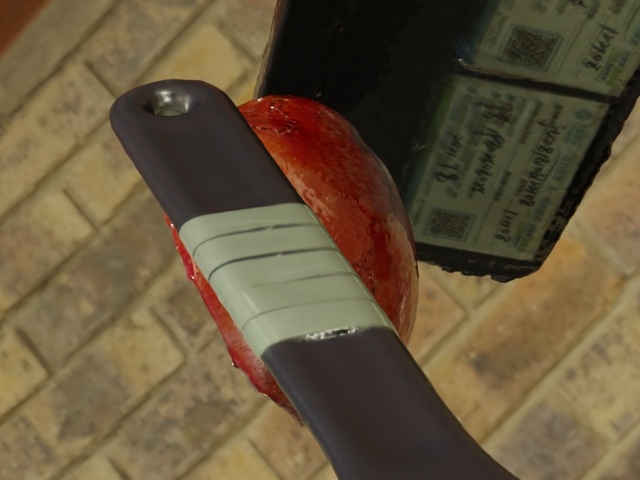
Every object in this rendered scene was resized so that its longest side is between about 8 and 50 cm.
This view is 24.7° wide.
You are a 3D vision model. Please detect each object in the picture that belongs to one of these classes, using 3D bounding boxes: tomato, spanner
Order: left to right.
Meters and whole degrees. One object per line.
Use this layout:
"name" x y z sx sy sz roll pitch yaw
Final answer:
"spanner" -0.003 0.024 0.358 0.087 0.316 0.024 -12 -58 -18
"tomato" 0.000 0.000 0.761 0.099 0.173 0.189 -30 2 16

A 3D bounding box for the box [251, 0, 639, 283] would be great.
"box" 0.078 -0.110 0.817 0.211 0.058 0.350 11 -39 -8
